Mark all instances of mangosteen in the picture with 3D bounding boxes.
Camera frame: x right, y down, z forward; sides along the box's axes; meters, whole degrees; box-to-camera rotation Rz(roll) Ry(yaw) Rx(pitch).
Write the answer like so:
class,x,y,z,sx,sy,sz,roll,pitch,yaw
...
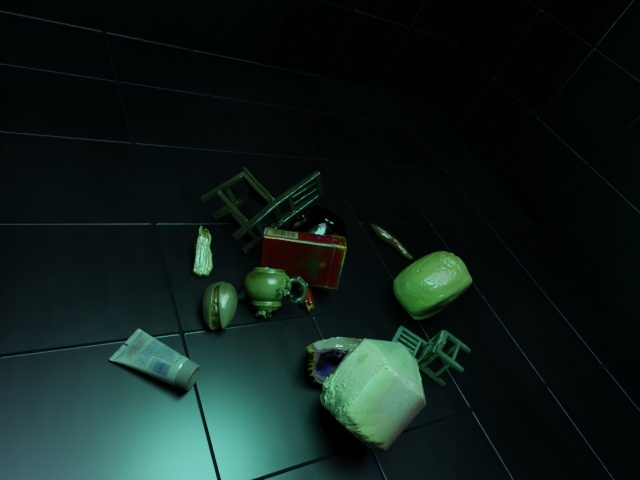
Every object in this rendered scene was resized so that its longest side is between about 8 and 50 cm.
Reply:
class,x,y,z,sx,sy,sz,roll,pitch,yaw
mangosteen,0.000,-0.005,1.965,0.288,0.233,0.287,30,9,-6

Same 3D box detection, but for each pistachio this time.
class,x,y,z,sx,sy,sz,roll,pitch,yaw
pistachio,-0.345,0.218,1.609,0.124,0.124,0.185,14,57,-19

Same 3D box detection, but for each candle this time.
class,x,y,z,sx,sy,sz,roll,pitch,yaw
candle,-0.054,0.222,1.830,0.052,0.052,0.130,7,45,-26

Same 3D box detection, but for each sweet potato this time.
class,x,y,z,sx,sy,sz,roll,pitch,yaw
sweet potato,0.351,0.001,2.319,0.264,0.057,0.057,38,39,7

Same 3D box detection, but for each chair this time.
class,x,y,z,sx,sy,sz,roll,pitch,yaw
chair,0.432,0.421,1.843,0.270,0.147,0.136,38,40,8
chair,-0.224,-0.181,1.882,0.416,0.203,0.240,-40,69,-11

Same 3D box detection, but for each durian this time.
class,x,y,z,sx,sy,sz,roll,pitch,yaw
durian,0.051,0.402,1.645,0.261,0.153,0.186,9,22,-21

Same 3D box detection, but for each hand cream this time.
class,x,y,z,sx,sy,sz,roll,pitch,yaw
hand cream,-0.485,0.361,1.400,0.248,0.083,0.133,24,37,10

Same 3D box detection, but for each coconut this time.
class,x,y,z,sx,sy,sz,roll,pitch,yaw
coconut,0.176,0.458,1.473,0.297,0.297,0.309,38,78,10

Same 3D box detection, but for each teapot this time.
class,x,y,z,sx,sy,sz,roll,pitch,yaw
teapot,-0.181,0.192,1.704,0.269,0.182,0.173,5,-2,-3

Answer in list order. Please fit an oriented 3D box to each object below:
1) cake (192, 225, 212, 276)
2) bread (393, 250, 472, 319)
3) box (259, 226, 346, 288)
class,x,y,z,sx,sy,sz,roll,pitch,yaw
cake,-0.430,0.036,1.752,0.080,0.116,0.185,15,36,-20
bread,0.466,0.181,1.996,0.320,0.320,0.237,-23,69,-45
box,-0.072,0.070,1.803,0.313,0.197,0.089,8,28,-6
